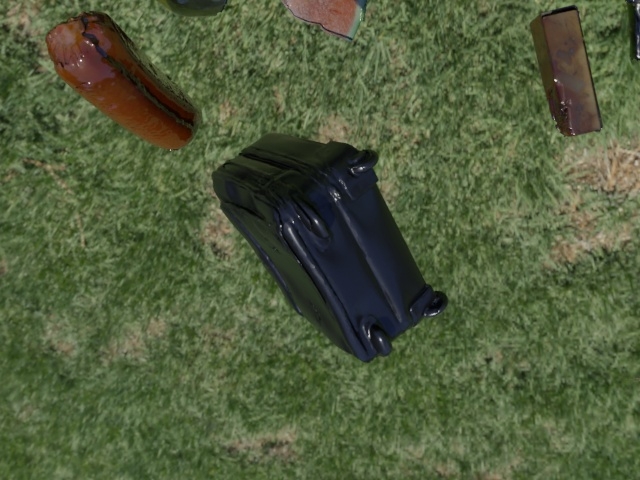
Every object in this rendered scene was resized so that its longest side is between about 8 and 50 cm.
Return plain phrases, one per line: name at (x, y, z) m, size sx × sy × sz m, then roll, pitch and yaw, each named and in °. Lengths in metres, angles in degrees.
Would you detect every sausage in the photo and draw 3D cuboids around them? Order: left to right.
sausage at (-0.253, -0.199, 0.904) m, size 0.102 × 0.102 × 0.330 m, roll -1°, pitch 170°, yaw 12°

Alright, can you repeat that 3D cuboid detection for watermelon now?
watermelon at (0.013, -0.752, 1.781) m, size 0.292 × 0.319 × 0.222 m, roll 4°, pitch 158°, yaw -35°

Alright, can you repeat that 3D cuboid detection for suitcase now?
suitcase at (0.000, 0.000, 1.074) m, size 0.339 × 0.188 × 0.345 m, roll 27°, pitch 154°, yaw 56°

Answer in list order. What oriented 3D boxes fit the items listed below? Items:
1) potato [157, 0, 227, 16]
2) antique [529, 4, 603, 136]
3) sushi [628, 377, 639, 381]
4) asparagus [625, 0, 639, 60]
potato at (-0.249, -0.445, 1.078) m, size 0.202 × 0.117 × 0.182 m, roll 31°, pitch 137°, yaw 37°
antique at (0.602, -0.405, 1.620) m, size 0.094 × 0.087 × 0.309 m, roll -14°, pitch 94°, yaw 0°
sushi at (0.501, 0.099, 0.655) m, size 0.294 × 0.059 × 0.292 m, roll -9°, pitch 170°, yaw 3°
asparagus at (0.308, -0.257, 0.647) m, size 0.030 × 0.036 × 0.165 m, roll -31°, pitch 114°, yaw -15°
